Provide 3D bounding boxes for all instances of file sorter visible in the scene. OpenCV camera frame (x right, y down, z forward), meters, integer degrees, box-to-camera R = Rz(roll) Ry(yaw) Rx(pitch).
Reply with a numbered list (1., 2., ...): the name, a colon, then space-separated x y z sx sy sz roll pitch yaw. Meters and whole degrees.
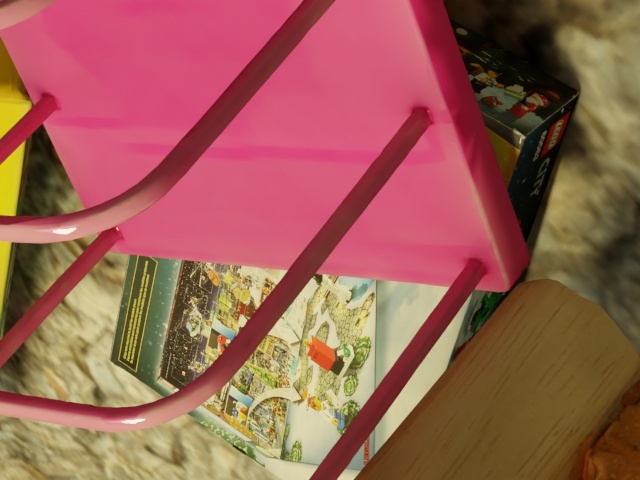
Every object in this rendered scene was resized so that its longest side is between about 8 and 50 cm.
1. file sorter: -0.093 -0.058 0.644 0.202 0.182 0.291 5 131 36

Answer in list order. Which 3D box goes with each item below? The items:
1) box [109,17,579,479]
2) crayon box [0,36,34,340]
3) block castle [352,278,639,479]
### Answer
1. box: 0.000 0.000 0.808 0.159 0.044 0.233 33 133 20
2. crayon box: -0.309 -0.013 0.970 0.313 0.106 0.363 7 143 -10
3. block castle: 0.098 0.252 0.664 0.303 0.213 0.453 32 151 21
